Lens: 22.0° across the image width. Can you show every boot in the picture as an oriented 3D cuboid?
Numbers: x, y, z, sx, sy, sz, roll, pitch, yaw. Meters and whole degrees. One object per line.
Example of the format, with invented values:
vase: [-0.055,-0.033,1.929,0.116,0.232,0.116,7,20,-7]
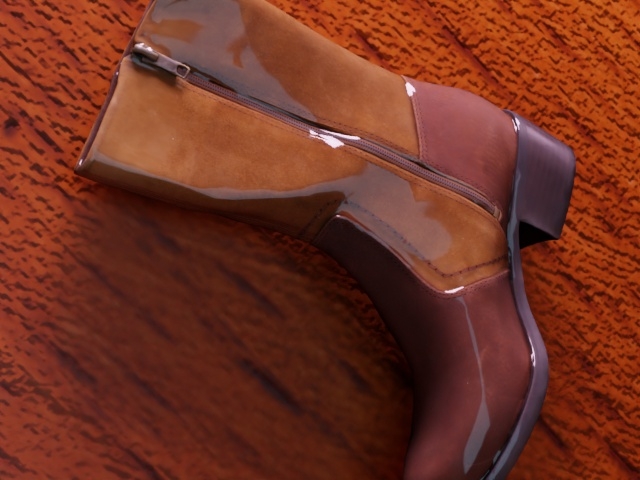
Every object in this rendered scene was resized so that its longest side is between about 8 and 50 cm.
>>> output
boot: [0.000,0.000,0.920,0.280,0.096,0.264,23,72,-20]
